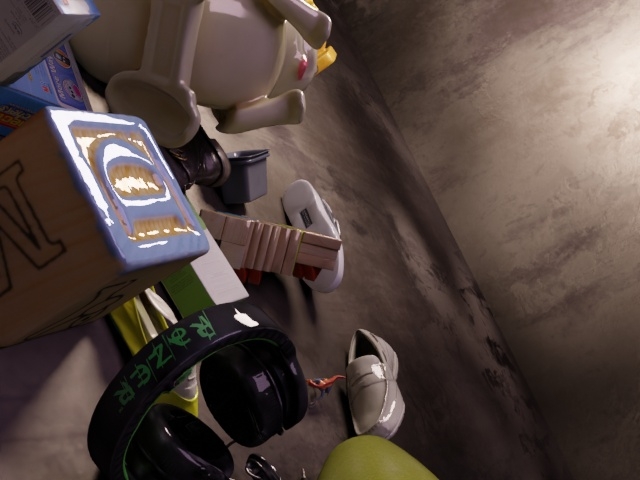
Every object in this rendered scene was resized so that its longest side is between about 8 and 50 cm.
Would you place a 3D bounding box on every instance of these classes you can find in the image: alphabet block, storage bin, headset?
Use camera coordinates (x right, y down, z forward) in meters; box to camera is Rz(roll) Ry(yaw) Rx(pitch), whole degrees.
[{"bbox_3d":[-0.281,-0.017,0.900,0.193,0.197,0.192,62,19,7],"label":"alphabet block"},{"bbox_3d":[-0.155,-0.124,1.528,0.135,0.098,0.091,-38,125,-71],"label":"storage bin"},{"bbox_3d":[-0.105,0.231,0.915,0.185,0.243,0.394,41,-16,28],"label":"headset"}]

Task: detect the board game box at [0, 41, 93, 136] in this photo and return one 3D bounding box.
[{"bbox_3d":[-0.464,-0.294,1.016,0.302,0.086,0.308,17,46,-62],"label":"board game box"}]

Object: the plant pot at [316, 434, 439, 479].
[{"bbox_3d":[0.088,0.416,1.133,0.274,0.275,0.293,53,5,-17],"label":"plant pot"}]

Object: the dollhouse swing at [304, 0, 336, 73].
[{"bbox_3d":[-0.127,-0.508,1.825,0.346,0.315,0.305,54,-7,-15],"label":"dollhouse swing"}]

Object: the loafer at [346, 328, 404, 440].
[{"bbox_3d":[0.092,0.279,1.519,0.111,0.112,0.319,48,14,-15],"label":"loafer"}]

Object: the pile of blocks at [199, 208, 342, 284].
[{"bbox_3d":[-0.113,0.020,1.427,0.362,0.149,0.112,12,93,-52],"label":"pile of blocks"}]

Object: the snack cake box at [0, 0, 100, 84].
[{"bbox_3d":[-0.391,-0.321,0.878,0.264,0.152,0.089,58,19,-6],"label":"snack cake box"}]

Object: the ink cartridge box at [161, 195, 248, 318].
[{"bbox_3d":[-0.207,0.022,1.214,0.209,0.062,0.109,58,20,6],"label":"ink cartridge box"}]

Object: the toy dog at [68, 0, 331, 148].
[{"bbox_3d":[-0.172,-0.299,1.255,0.408,0.396,0.284,-10,108,-57],"label":"toy dog"}]

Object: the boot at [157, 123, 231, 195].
[{"bbox_3d":[-0.263,-0.168,1.244,0.263,0.091,0.229,45,18,8],"label":"boot"}]

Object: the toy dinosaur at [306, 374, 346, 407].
[{"bbox_3d":[0.001,0.250,1.394,0.047,0.090,0.082,48,-15,13],"label":"toy dinosaur"}]

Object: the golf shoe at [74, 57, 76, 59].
[{"bbox_3d":[-0.354,-0.322,1.334,0.198,0.077,0.093,28,36,-57],"label":"golf shoe"}]

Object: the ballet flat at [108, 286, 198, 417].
[{"bbox_3d":[-0.206,0.145,1.026,0.230,0.077,0.077,62,19,6],"label":"ballet flat"}]

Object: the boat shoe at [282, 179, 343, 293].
[{"bbox_3d":[0.000,0.000,1.698,0.102,0.108,0.301,37,22,-44],"label":"boat shoe"}]
